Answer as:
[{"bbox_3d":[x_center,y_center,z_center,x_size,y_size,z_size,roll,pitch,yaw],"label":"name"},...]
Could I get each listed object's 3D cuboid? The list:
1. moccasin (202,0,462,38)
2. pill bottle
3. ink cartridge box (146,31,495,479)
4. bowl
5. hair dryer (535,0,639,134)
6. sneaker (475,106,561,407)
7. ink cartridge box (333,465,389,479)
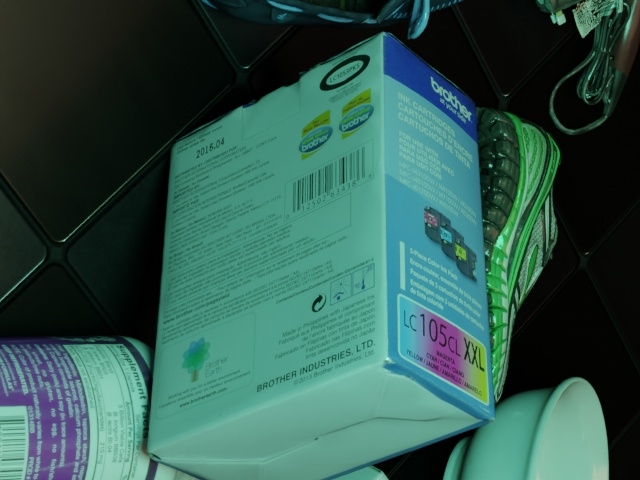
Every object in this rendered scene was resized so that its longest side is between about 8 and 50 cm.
[{"bbox_3d":[0.046,-0.248,1.557,0.342,0.117,0.137,-16,113,-34],"label":"moccasin"},{"bbox_3d":[-0.229,0.168,1.432,0.302,0.169,0.169,2,102,-39],"label":"pill bottle"},{"bbox_3d":[0.000,0.000,1.433,0.151,0.270,0.395,32,46,-41],"label":"ink cartridge box"},{"bbox_3d":[0.220,0.296,1.811,0.298,0.134,0.297,-13,105,-63],"label":"bowl"},{"bbox_3d":[0.347,-0.277,1.832,0.293,0.080,0.223,-37,139,-18],"label":"hair dryer"},{"bbox_3d":[0.196,0.034,1.747,0.146,0.134,0.343,5,100,-39],"label":"sneaker"},{"bbox_3d":[0.027,0.388,1.725,0.211,0.121,0.289,-47,126,-18],"label":"ink cartridge box"}]
